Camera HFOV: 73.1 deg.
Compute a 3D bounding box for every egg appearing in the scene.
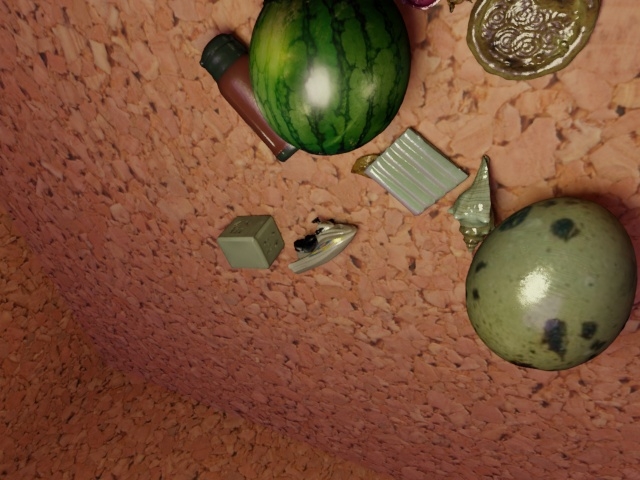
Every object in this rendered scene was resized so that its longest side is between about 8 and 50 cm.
[{"bbox_3d":[0.522,0.101,1.005,0.344,0.345,0.429,14,124,18],"label":"egg"}]

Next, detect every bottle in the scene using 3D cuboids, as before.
[{"bbox_3d":[-0.162,-0.368,1.109,0.336,0.144,0.144,46,134,-14],"label":"bottle"}]

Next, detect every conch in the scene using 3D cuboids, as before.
[{"bbox_3d":[0.378,-0.072,1.078,0.114,0.137,0.234,-9,131,14],"label":"conch"}]

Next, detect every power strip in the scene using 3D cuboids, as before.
[{"bbox_3d":[-0.263,0.006,1.498,0.224,0.140,0.139,-1,129,29],"label":"power strip"}]

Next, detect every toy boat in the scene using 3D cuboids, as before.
[{"bbox_3d":[0.001,0.007,1.367,0.140,0.141,0.269,38,134,-7],"label":"toy boat"}]

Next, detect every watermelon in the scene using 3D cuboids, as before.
[{"bbox_3d":[0.019,-0.352,0.893,0.362,0.363,0.364,15,134,17],"label":"watermelon"}]

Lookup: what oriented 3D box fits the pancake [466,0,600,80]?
[{"bbox_3d":[0.405,-0.416,0.839,0.235,0.029,0.212,-11,123,37],"label":"pancake"}]

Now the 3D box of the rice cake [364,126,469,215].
[{"bbox_3d":[0.242,-0.172,1.109,0.198,0.037,0.189,44,118,-10],"label":"rice cake"}]

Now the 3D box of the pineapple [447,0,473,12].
[{"bbox_3d":[0.225,-0.569,0.700,0.161,0.158,0.335,-19,111,22],"label":"pineapple"}]

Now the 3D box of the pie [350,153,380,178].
[{"bbox_3d":[0.165,-0.188,1.170,0.169,0.034,0.092,26,139,14],"label":"pie"}]

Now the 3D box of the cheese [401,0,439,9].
[{"bbox_3d":[0.221,-0.515,0.846,0.145,0.038,0.095,-15,121,30],"label":"cheese"}]
